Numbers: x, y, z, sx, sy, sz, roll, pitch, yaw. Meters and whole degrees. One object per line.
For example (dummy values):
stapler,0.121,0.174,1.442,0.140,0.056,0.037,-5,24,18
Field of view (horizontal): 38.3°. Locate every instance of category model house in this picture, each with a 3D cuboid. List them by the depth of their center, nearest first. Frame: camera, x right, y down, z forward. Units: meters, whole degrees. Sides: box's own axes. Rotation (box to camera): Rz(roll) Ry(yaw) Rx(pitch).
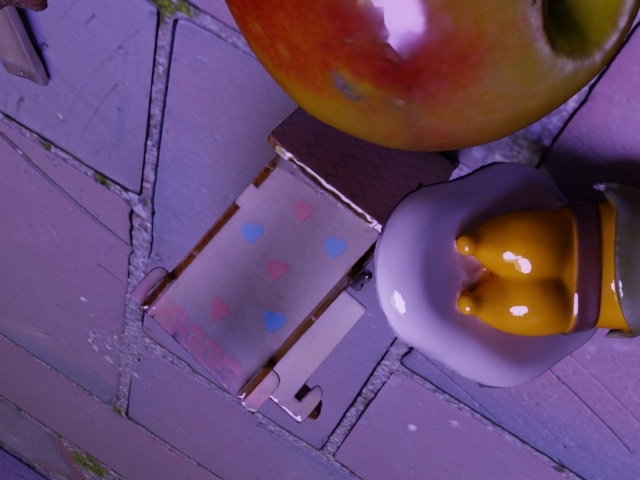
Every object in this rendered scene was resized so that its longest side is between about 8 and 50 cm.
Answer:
model house,0.000,0.000,0.771,0.169,0.244,0.326,37,180,1

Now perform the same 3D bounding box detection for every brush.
brush,-0.316,-0.268,0.857,0.060,0.050,0.321,22,152,16

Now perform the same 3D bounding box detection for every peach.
peach,0.055,-0.159,0.508,0.231,0.231,0.231,23,144,18

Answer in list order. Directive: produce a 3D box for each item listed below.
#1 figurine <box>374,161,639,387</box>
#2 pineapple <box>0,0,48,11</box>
figurine,0.172,0.026,0.628,0.141,0.250,0.167,1,94,49
pineapple,-0.162,-0.215,0.543,0.202,0.362,0.202,1,93,29
